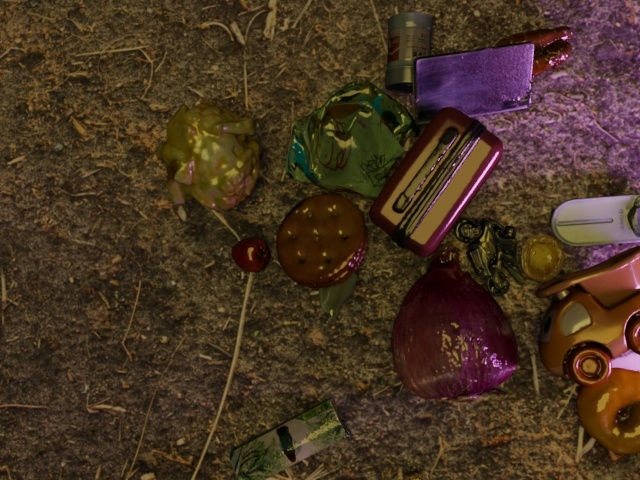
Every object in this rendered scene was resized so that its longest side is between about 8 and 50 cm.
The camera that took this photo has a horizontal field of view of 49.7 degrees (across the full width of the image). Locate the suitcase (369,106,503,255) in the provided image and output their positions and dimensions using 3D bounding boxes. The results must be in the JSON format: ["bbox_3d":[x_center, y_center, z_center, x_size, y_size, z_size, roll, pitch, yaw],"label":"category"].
[{"bbox_3d":[0.241,-0.115,1.444,0.161,0.236,0.297,37,94,9],"label":"suitcase"}]

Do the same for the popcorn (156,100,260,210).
[{"bbox_3d":[-0.244,-0.192,1.550,0.255,0.195,0.256,-25,104,13],"label":"popcorn"}]

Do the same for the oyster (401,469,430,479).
[{"bbox_3d":[0.201,0.544,1.545,0.093,0.034,0.051,-20,102,-3],"label":"oyster"}]

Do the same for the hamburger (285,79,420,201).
[{"bbox_3d":[0.066,-0.227,1.519,0.261,0.150,0.275,26,93,7],"label":"hamburger"}]

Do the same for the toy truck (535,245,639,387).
[{"bbox_3d":[0.567,0.157,1.403,0.288,0.204,0.211,-28,82,8],"label":"toy truck"}]

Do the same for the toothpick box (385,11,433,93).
[{"bbox_3d":[0.195,-0.411,1.524,0.101,0.101,0.153,1,89,9],"label":"toothpick box"}]

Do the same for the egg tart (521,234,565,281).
[{"bbox_3d":[0.476,0.037,1.497,0.105,0.039,0.105,0,91,-7],"label":"egg tart"}]

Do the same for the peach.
[{"bbox_3d":[0.629,0.353,1.441,0.179,0.103,0.179,0,87,7],"label":"peach"}]

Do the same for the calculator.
[{"bbox_3d":[0.328,-0.335,1.477,0.262,0.021,0.161,-7,128,-2],"label":"calculator"}]

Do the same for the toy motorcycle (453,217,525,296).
[{"bbox_3d":[0.382,0.021,1.508,0.124,0.061,0.193,-31,90,-2],"label":"toy motorcycle"}]

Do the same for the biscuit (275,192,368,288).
[{"bbox_3d":[0.000,0.000,1.537,0.221,0.066,0.220,-7,67,18],"label":"biscuit"}]

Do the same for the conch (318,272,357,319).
[{"bbox_3d":[0.038,0.088,1.560,0.088,0.065,0.180,20,95,9],"label":"conch"}]

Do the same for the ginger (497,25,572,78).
[{"bbox_3d":[0.471,-0.406,1.492,0.162,0.073,0.103,-12,88,8],"label":"ginger"}]

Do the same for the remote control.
[{"bbox_3d":[0.619,-0.044,1.474,0.248,0.052,0.104,-3,90,9],"label":"remote control"}]

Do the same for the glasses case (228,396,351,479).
[{"bbox_3d":[-0.071,0.463,1.574,0.272,0.062,0.095,-30,85,7],"label":"glasses case"}]

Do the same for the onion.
[{"bbox_3d":[0.264,0.174,1.462,0.267,0.159,0.348,-13,82,18],"label":"onion"}]

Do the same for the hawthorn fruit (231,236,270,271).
[{"bbox_3d":[-0.166,0.032,1.594,0.093,0.081,0.081,2,89,39],"label":"hawthorn fruit"}]
